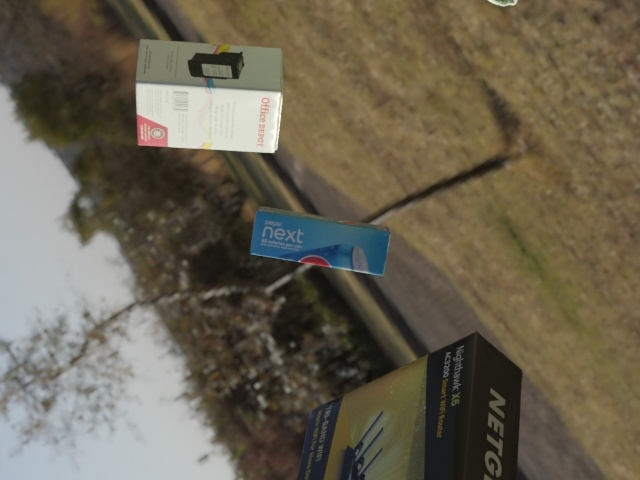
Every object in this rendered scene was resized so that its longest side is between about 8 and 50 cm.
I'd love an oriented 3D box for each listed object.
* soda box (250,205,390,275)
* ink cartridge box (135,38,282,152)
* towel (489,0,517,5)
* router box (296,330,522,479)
[{"bbox_3d":[0.000,0.000,1.995,0.067,0.210,0.071,-83,2,-82],"label":"soda box"},{"bbox_3d":[-0.136,-0.175,1.578,0.127,0.175,0.072,101,171,-56],"label":"ink cartridge box"},{"bbox_3d":[0.077,-0.451,1.425,0.320,0.090,0.374,39,-165,-54],"label":"towel"},{"bbox_3d":[0.076,0.267,1.277,0.081,0.243,0.309,41,-142,-26],"label":"router box"}]
